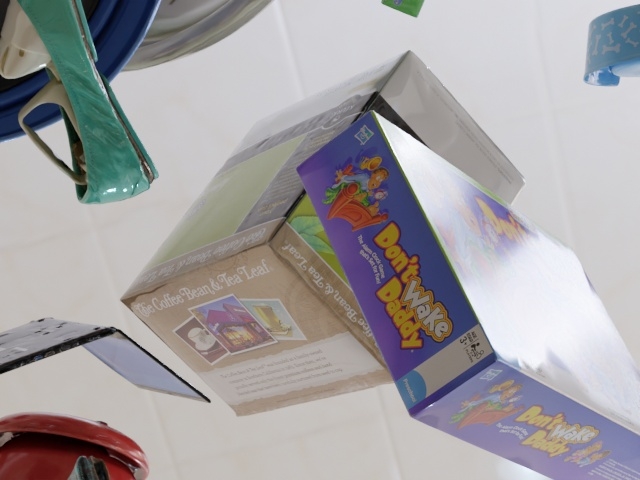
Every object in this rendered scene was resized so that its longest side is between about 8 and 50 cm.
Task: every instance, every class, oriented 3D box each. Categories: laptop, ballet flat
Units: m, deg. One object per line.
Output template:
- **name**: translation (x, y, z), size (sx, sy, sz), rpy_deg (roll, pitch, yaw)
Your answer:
- **laptop**: translation (-0.316, 0.173, 2.099), size (0.264, 0.137, 0.234), rpy_deg (-19, -170, -28)
- **ballet flat**: translation (-0.213, -0.132, 1.362), size (0.087, 0.247, 0.083), rpy_deg (-28, -153, -13)

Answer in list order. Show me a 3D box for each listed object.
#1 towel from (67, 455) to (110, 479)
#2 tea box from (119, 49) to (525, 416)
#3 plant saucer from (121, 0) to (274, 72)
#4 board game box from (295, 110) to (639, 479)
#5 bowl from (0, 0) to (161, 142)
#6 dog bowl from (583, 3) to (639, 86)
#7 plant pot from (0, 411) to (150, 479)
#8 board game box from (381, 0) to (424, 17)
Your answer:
- **towel**: translation (-0.200, 0.392, 1.351), size (0.040, 0.271, 0.370), rpy_deg (15, -150, -34)
- **tea box**: translation (0.000, 0.000, 1.922), size (0.329, 0.220, 0.323), rpy_deg (-19, -151, 54)
- **plant saucer**: translation (-0.127, -0.323, 1.785), size (0.400, 0.100, 0.400), rpy_deg (-19, -131, 24)
- **board game box**: translation (0.143, 0.063, 1.327), size (0.078, 0.347, 0.233), rpy_deg (-37, -124, 18)
- **bowl**: translation (-0.316, -0.273, 1.411), size (0.391, 0.391, 0.077), rpy_deg (-24, -159, -20)
- **dog bowl**: translation (0.461, -0.248, 2.102), size (0.297, 0.074, 0.166), rpy_deg (-4, 173, -28)
- **plant pot**: translation (-0.256, 0.270, 1.627), size (0.191, 0.191, 0.174), rpy_deg (-3, -119, 25)
- **board game box**: translation (0.156, -0.415, 1.751), size (0.046, 0.317, 0.213), rpy_deg (23, -143, -2)
